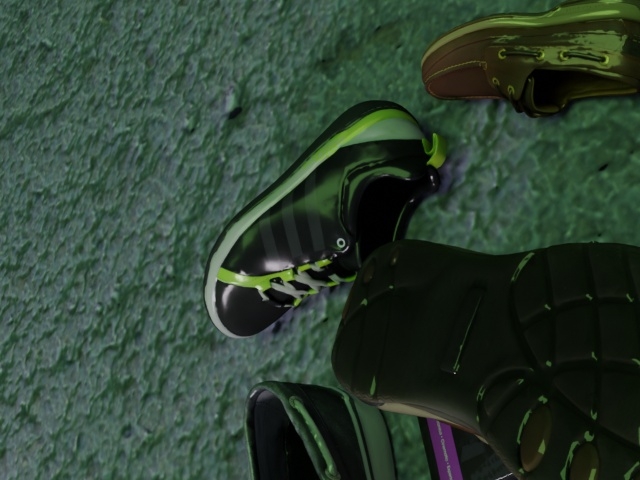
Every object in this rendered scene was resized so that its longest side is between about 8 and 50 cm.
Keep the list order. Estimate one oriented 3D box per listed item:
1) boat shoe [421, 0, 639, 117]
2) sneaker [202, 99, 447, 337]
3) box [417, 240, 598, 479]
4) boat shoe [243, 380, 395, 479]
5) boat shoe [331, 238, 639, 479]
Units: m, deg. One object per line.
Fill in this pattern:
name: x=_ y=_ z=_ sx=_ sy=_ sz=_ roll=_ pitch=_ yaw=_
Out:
boat shoe: x=0.137 y=-0.113 z=0.750 sx=0.178 sy=0.064 sz=0.060 roll=-5 pitch=70 yaw=43
sneaker: x=0.000 y=0.000 z=0.838 sx=0.235 sy=0.084 sz=0.097 roll=-51 pitch=47 yaw=21
box: x=0.128 y=0.087 z=0.712 sx=0.162 sy=0.029 sz=0.116 roll=-34 pitch=54 yaw=36
boat shoe: x=0.008 y=0.227 z=0.730 sx=0.108 sy=0.102 sz=0.301 roll=-33 pitch=53 yaw=34
boat shoe: x=0.134 y=0.070 z=0.582 sx=0.324 sy=0.120 sz=0.123 roll=18 pitch=83 yaw=60
